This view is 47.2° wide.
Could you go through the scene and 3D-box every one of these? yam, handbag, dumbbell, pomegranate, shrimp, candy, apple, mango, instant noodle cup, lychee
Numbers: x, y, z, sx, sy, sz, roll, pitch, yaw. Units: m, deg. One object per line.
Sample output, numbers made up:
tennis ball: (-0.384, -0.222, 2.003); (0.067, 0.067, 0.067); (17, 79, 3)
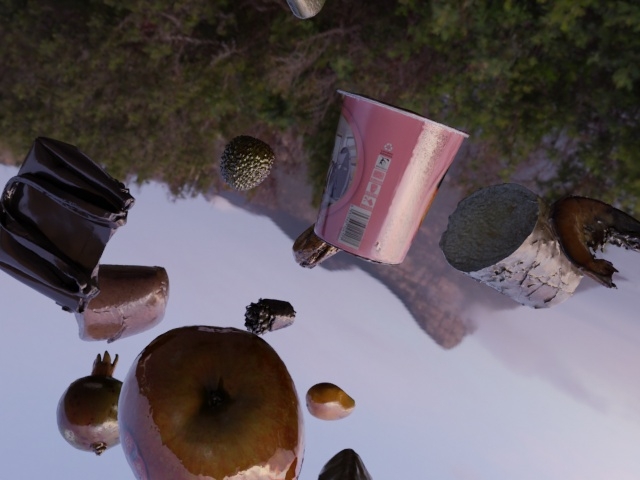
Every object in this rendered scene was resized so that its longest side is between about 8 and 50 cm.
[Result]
yam: (0.460, 0.023, 1.705); (0.348, 0.241, 0.241); (29, 179, -42)
handbag: (-0.500, -0.027, 1.417); (0.257, 0.285, 0.113); (31, -169, 18)
dumbbell: (-0.049, -0.268, 0.755); (0.118, 0.046, 0.052); (31, 173, 31)
pomegranate: (-0.535, 0.396, 1.798); (0.198, 0.246, 0.198); (20, 160, 8)
shrimp: (0.574, 0.017, 1.408); (0.290, 0.054, 0.222); (20, -135, -5)
candy: (0.048, 0.518, 1.485); (0.104, 0.102, 0.234); (58, -172, -3)
apple: (-0.155, 0.268, 1.083); (0.309, 0.277, 0.250); (50, 163, 0)
mango: (0.024, 0.475, 2.141); (0.165, 0.115, 0.089); (44, -171, -41)
instant noodle cup: (0.102, -0.103, 1.250); (0.243, 0.255, 0.244); (18, -170, -3)
lychee: (-0.224, -0.228, 2.164); (0.171, 0.171, 0.171); (23, -177, -1)

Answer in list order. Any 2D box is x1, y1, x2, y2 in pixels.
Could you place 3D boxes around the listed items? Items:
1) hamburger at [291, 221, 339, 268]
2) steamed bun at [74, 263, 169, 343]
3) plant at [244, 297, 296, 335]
hamburger: (0.000, 0.000, 2.462); (0.107, 0.231, 0.231); (49, 175, -18)
steamed bun: (-0.514, 0.162, 1.862); (0.251, 0.199, 0.301); (0, -179, -21)
plant: (-0.140, 0.200, 1.958); (0.143, 0.094, 0.092); (-6, -136, -33)
